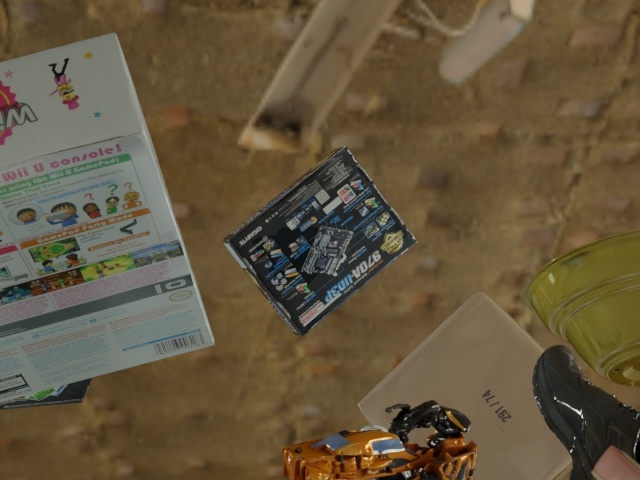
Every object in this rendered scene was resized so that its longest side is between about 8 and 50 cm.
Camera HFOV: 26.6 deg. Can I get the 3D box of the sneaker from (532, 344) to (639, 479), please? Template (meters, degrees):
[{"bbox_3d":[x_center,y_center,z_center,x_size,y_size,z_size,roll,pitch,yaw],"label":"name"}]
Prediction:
[{"bbox_3d":[0.373,0.246,1.762,0.130,0.286,0.109,-38,-41,22],"label":"sneaker"}]

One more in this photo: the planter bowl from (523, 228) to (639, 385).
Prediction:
[{"bbox_3d":[0.296,0.073,1.207,0.217,0.090,0.217,-6,-26,-3],"label":"planter bowl"}]

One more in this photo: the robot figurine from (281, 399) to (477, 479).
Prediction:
[{"bbox_3d":[0.083,0.318,1.734,0.291,0.085,0.211,-5,-68,-28],"label":"robot figurine"}]

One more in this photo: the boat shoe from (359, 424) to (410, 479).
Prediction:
[{"bbox_3d":[0.112,0.342,1.896,0.066,0.063,0.184,-25,-75,22],"label":"boat shoe"}]

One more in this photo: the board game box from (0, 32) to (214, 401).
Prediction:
[{"bbox_3d":[-0.218,0.001,1.014,0.224,0.097,0.303,-15,-31,-5],"label":"board game box"}]

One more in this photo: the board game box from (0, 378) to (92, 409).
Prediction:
[{"bbox_3d":[-0.356,0.130,1.461,0.259,0.030,0.136,0,-50,-40],"label":"board game box"}]

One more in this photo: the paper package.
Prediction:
[{"bbox_3d":[0.282,0.305,2.310,0.309,0.325,0.168,-43,-16,-2],"label":"paper package"}]

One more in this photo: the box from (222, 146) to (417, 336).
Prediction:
[{"bbox_3d":[0.000,0.000,1.913,0.175,0.220,0.051,52,-11,-10],"label":"box"}]

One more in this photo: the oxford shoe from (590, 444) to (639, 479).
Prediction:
[{"bbox_3d":[0.332,0.336,1.420,0.146,0.140,0.397,-47,-41,0],"label":"oxford shoe"}]
